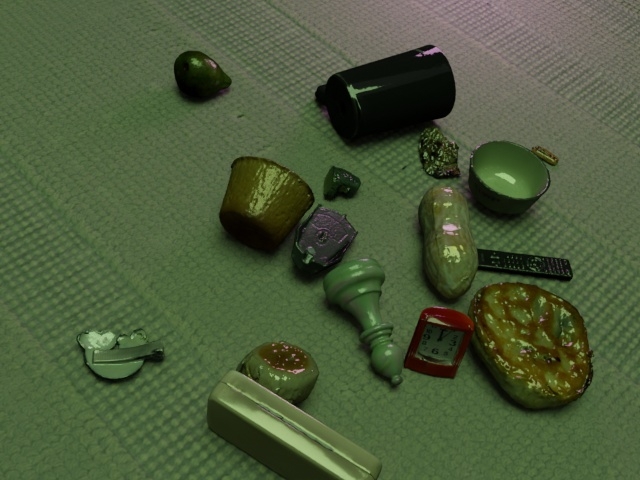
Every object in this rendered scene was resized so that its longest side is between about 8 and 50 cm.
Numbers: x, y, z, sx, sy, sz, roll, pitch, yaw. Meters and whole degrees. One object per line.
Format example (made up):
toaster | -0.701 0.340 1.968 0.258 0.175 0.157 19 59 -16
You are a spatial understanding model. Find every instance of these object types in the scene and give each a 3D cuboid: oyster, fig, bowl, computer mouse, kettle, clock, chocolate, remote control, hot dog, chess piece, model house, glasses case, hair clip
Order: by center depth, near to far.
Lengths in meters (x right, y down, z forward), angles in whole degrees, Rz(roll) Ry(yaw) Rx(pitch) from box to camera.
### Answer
glasses case | -0.054 0.375 1.415 0.336 0.144 0.076 30 53 13
hair clip | -0.401 0.226 1.536 0.172 0.049 0.116 -4 47 -11
clock | 0.247 0.210 1.601 0.113 0.155 0.061 13 40 0
chess piece | 0.111 0.183 1.633 0.139 0.139 0.272 -14 67 -21
computer mouse | 0.001 0.003 1.782 0.126 0.071 0.231 34 43 1
chocolate | 0.297 -0.007 1.801 0.134 0.134 0.309 5 52 -7
remote control | 0.491 0.058 1.854 0.245 0.025 0.063 8 49 -4
model house | 0.057 -0.139 1.923 0.083 0.066 0.079 19 36 -17
bowl | 0.470 -0.148 1.963 0.211 0.112 0.212 5 51 -6
oyster | 0.319 -0.242 2.055 0.105 0.056 0.177 -1 55 -2
fig | -0.311 -0.449 2.069 0.156 0.123 0.123 -7 52 -31
kettle | 0.169 -0.417 2.078 0.307 0.203 0.262 -18 58 -20
hot dog | 0.625 -0.240 2.127 0.083 0.021 0.037 33 52 15

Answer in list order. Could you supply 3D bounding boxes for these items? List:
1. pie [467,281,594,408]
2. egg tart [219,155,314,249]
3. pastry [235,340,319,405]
pie | 0.462 0.220 1.678 0.314 0.092 0.315 9 49 -10
egg tart | -0.134 -0.085 1.755 0.215 0.215 0.171 23 65 9
pastry | -0.084 0.263 1.515 0.165 0.088 0.166 15 20 -6
